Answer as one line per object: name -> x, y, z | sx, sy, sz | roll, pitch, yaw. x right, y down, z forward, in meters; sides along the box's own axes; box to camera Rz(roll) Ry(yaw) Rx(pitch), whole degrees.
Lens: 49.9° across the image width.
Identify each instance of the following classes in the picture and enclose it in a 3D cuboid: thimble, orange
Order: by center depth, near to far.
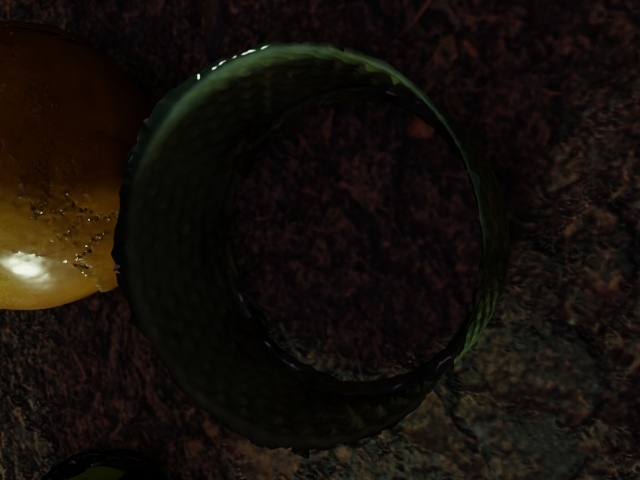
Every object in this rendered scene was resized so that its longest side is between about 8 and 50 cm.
thimble -> 0.000, 0.000, 0.509 | 0.271, 0.150, 0.270 | 1, 92, 23
orange -> -0.242, -0.060, 0.566 | 0.240, 0.240, 0.239 | 1, 93, 23

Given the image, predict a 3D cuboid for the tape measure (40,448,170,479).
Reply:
tape measure -> -0.204, 0.293, 0.633 | 0.199, 0.112, 0.186 | 43, 105, 15
